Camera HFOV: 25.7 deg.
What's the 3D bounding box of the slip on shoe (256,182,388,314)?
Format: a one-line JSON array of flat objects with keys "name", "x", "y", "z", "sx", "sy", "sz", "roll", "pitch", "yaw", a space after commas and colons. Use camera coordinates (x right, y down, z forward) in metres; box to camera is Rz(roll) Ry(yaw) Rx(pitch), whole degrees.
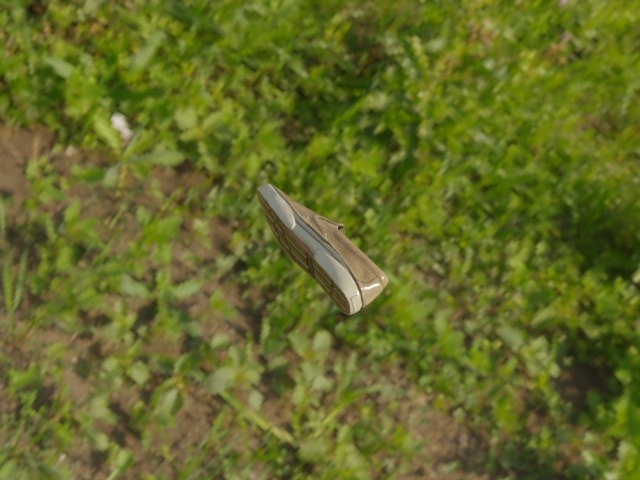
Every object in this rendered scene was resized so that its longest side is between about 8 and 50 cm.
[{"name": "slip on shoe", "x": 0.000, "y": 0.000, "z": 1.096, "sx": 0.041, "sy": 0.051, "sz": 0.135, "roll": -32, "pitch": 55, "yaw": -16}]
